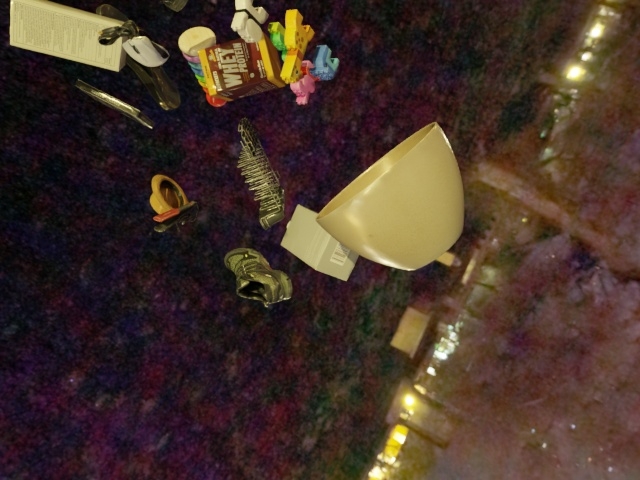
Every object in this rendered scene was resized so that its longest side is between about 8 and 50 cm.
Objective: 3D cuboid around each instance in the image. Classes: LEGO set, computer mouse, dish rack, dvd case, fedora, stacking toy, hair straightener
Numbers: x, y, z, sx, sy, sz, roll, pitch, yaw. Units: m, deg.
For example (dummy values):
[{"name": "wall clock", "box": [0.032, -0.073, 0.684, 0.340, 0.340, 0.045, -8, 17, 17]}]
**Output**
[{"name": "LEGO set", "box": [-0.044, -0.281, 0.778, 0.227, 0.087, 0.093, 27, 75, -56]}, {"name": "computer mouse", "box": [-0.421, -0.447, 1.155, 0.193, 0.106, 0.042, 6, 76, -72]}, {"name": "dish rack", "box": [-0.169, -0.189, 1.331, 0.208, 0.074, 0.272, -101, 168, -62]}, {"name": "dvd case", "box": [-0.732, -0.487, 1.773, 0.030, 0.238, 0.179, -64, -178, -1]}, {"name": "fedora", "box": [-0.576, -0.151, 1.837, 0.079, 0.194, 0.194, -32, 171, 19]}, {"name": "stacking toy", "box": [-0.448, -0.672, 1.969, 0.141, 0.141, 0.330, -56, 160, -22]}, {"name": "hair straightener", "box": [-0.511, -0.080, 1.766, 0.230, 0.047, 0.089, -49, 151, -57]}]

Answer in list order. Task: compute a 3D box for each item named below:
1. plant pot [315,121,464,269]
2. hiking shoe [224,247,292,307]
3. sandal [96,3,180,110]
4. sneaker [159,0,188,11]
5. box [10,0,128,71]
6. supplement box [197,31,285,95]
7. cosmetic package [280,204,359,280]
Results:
[{"name": "plant pot", "box": [0.159, -0.058, 0.930, 0.284, 0.191, 0.284, -40, -173, 6]}, {"name": "hiking shoe", "box": [-0.181, 0.089, 1.252, 0.114, 0.226, 0.086, -20, 128, -49]}, {"name": "sandal", "box": [-0.673, -0.716, 1.913, 0.446, 0.107, 0.168, 55, 30, -38]}, {"name": "sneaker", "box": [-0.345, -0.600, 1.018, 0.130, 0.087, 0.228, 9, 69, -50]}, {"name": "box", "box": [-0.768, -0.641, 1.528, 0.121, 0.311, 0.148, -113, -142, -60]}, {"name": "supplement box", "box": [-0.226, -0.507, 1.459, 0.191, 0.194, 0.129, -61, 138, -78]}, {"name": "cosmetic package", "box": [0.000, 0.000, 1.254, 0.127, 0.107, 0.238, -66, -153, 5]}]
